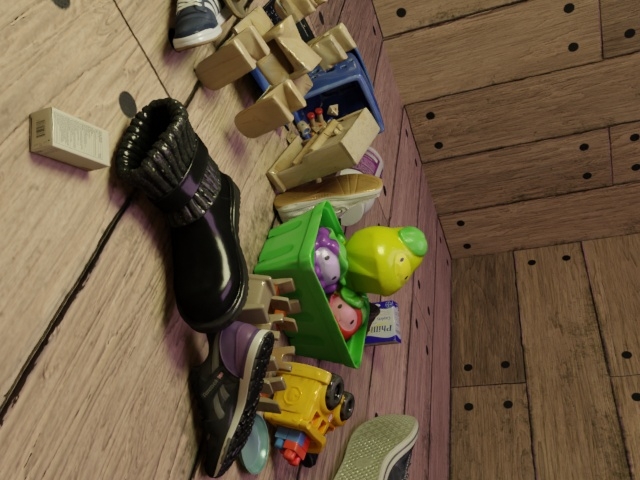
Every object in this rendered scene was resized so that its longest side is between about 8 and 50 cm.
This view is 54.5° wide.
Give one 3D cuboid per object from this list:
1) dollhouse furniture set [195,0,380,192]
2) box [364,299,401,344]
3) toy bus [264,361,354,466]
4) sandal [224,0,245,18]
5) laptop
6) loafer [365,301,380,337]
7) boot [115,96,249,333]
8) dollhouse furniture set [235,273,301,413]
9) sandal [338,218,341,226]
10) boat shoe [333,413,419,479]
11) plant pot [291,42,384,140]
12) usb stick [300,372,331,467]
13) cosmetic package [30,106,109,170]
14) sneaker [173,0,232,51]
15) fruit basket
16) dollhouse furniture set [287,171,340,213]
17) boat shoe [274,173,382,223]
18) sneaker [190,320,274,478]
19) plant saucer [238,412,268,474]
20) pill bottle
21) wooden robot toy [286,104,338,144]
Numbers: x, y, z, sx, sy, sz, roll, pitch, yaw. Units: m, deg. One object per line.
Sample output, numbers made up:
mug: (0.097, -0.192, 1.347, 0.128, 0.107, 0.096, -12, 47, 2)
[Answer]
dollhouse furniture set: (-0.083, -0.343, 1.476, 0.394, 0.257, 0.362, 53, 46, -23)
box: (0.195, 0.277, 2.067, 0.072, 0.126, 0.137, 37, 47, -64)
toy bus: (-0.031, 0.409, 1.408, 0.220, 0.150, 0.211, 61, 41, -48)
sandal: (-0.181, -0.532, 1.262, 0.180, 0.049, 0.072, 72, 12, -46)
laptop: (-0.088, -0.471, 1.611, 0.264, 0.137, 0.234, -50, 145, -8)
loafer: (0.073, 0.249, 1.806, 0.130, 0.134, 0.366, -65, 168, 16)
boot: (-0.233, -0.040, 1.047, 0.260, 0.131, 0.347, 61, 16, -57)
dollhouse furniture set: (-0.143, 0.179, 1.264, 0.259, 0.135, 0.262, 77, 18, -45)
sandal: (-0.001, 0.001, 1.745, 0.120, 0.086, 0.302, 7, 90, -75)
boat shoe: (0.157, 0.648, 1.741, 0.500, 0.187, 0.155, -37, 122, -62)
plant pot: (0.041, -0.433, 1.837, 0.236, 0.236, 0.212, 54, 26, -50)
usb stick: (-0.003, 0.449, 1.582, 0.278, 0.045, 0.077, -66, 148, -57)
cosmetic package: (-0.358, -0.143, 0.895, 0.115, 0.041, 0.060, 24, 58, -66)
sneaker: (-0.253, -0.488, 1.240, 0.282, 0.099, 0.153, -82, 159, -54)
fruit basket: (0.077, 0.091, 1.494, 0.282, 0.392, 0.392, -74, 148, -51)
dollhouse furniture set: (0.006, -0.171, 1.709, 0.181, 0.161, 0.101, -72, 147, -50)
boat shoe: (0.026, -0.097, 1.577, 0.098, 0.277, 0.096, -85, 162, -54)
sneaker: (-0.179, 0.279, 1.125, 0.107, 0.124, 0.283, 5, 101, -76)
plant saucer: (-0.140, 0.412, 1.262, 0.119, 0.021, 0.119, -9, 90, -69)
pill bottle: (0.097, -0.172, 1.946, 0.301, 0.169, 0.169, -67, 142, -56)
wooden robot toy: (-0.005, -0.306, 1.710, 0.079, 0.173, 0.076, 53, -9, 27)
